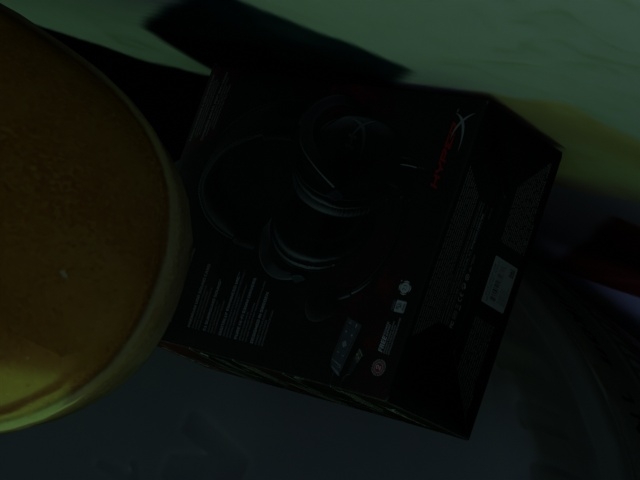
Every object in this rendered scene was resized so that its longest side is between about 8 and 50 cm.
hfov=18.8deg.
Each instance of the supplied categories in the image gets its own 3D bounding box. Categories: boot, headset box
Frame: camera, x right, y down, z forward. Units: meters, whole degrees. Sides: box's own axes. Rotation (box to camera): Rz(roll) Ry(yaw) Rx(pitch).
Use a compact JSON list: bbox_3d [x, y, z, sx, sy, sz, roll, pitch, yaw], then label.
[{"bbox_3d":[-0.181,-0.052,0.328,0.295,0.104,0.211,21,173,18],"label":"boot"},{"bbox_3d":[0.000,0.000,0.399,0.083,0.062,0.032,13,169,40],"label":"headset box"}]

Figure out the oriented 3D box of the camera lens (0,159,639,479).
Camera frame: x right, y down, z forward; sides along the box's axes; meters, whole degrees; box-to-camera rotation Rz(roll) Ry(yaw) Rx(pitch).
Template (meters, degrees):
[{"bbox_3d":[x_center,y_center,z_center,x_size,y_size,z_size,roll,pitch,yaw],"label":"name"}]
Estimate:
[{"bbox_3d":[0.021,0.113,0.540,0.219,0.219,0.274,14,170,32],"label":"camera lens"}]
